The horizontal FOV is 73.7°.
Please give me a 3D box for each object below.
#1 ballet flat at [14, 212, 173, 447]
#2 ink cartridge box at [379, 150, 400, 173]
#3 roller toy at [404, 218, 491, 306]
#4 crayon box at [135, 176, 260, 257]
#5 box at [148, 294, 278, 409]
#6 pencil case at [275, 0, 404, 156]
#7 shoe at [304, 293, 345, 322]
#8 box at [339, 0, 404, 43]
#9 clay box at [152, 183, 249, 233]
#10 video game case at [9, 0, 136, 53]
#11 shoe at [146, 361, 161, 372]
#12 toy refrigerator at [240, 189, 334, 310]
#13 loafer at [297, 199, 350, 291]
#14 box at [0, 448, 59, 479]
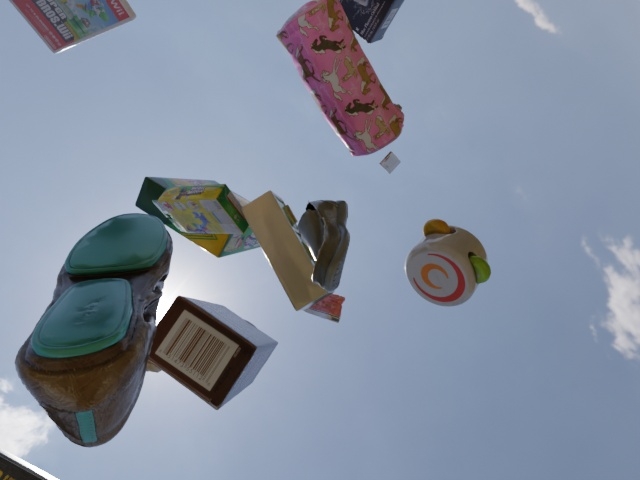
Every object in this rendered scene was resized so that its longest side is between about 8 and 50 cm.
[{"bbox_3d":[-0.217,0.076,0.455,0.116,0.342,0.124,-3,-69,-18],"label":"ballet flat"},{"bbox_3d":[0.250,-0.290,1.562,0.029,0.063,0.115,48,-168,26],"label":"ink cartridge box"},{"bbox_3d":[0.334,0.062,1.136,0.209,0.191,0.146,36,-136,16],"label":"roller toy"},{"bbox_3d":[-0.329,-0.085,1.352,0.313,0.106,0.363,29,-166,13],"label":"crayon box"},{"bbox_3d":[-0.226,0.239,0.964,0.191,0.381,0.143,32,-98,7],"label":"box"},{"bbox_3d":[0.056,-0.403,1.062,0.386,0.160,0.167,53,-124,-23],"label":"pencil case"},{"bbox_3d":[0.010,0.194,1.295,0.063,0.178,0.081,26,-103,-30],"label":"shoe"},{"bbox_3d":[0.137,-0.678,1.209,0.158,0.156,0.093,42,-135,5],"label":"box"},{"bbox_3d":[-0.291,-0.074,1.038,0.127,0.222,0.053,60,-136,-43],"label":"clay box"},{"bbox_3d":[-0.626,-0.596,1.043,0.204,0.285,0.025,60,-151,-43],"label":"video game case"},{"bbox_3d":[-0.451,0.287,0.969,0.219,0.076,0.058,0,-111,17],"label":"shoe"},{"bbox_3d":[-0.071,0.023,0.997,0.094,0.102,0.269,-32,-102,6],"label":"toy refrigerator"},{"bbox_3d":[0.000,0.000,0.746,0.087,0.094,0.251,10,-153,-3],"label":"loafer"},{"bbox_3d":[-0.434,0.405,0.530,0.183,0.056,0.231,12,-123,21],"label":"box"}]
